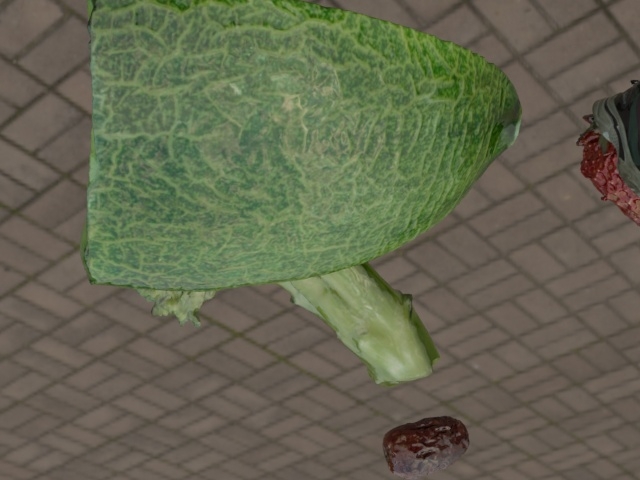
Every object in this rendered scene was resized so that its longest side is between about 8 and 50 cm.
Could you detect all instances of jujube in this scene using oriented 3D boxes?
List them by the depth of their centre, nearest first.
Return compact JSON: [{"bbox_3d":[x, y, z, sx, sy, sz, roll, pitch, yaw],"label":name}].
[{"bbox_3d":[0.149,0.288,1.343,0.129,0.077,0.077,-10,147,-24],"label":"jujube"}]

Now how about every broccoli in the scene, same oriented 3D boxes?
[{"bbox_3d":[0.009,-0.028,1.177,0.397,0.275,0.353,27,127,9],"label":"broccoli"}]

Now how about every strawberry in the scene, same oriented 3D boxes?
[{"bbox_3d":[0.450,-0.079,1.316,0.228,0.174,0.098,39,123,-9],"label":"strawberry"}]

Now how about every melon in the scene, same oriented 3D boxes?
[{"bbox_3d":[0.007,-0.069,0.620,0.323,0.124,0.196,-2,121,-22],"label":"melon"}]

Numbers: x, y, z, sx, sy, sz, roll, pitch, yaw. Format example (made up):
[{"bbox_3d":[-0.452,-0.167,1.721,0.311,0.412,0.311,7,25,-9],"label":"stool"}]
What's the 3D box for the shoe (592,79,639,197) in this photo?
[{"bbox_3d":[0.341,-0.102,0.942,0.071,0.169,0.099,15,133,-37],"label":"shoe"}]
